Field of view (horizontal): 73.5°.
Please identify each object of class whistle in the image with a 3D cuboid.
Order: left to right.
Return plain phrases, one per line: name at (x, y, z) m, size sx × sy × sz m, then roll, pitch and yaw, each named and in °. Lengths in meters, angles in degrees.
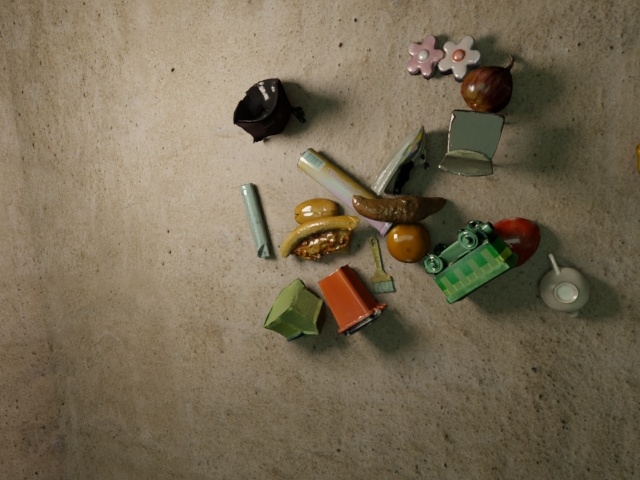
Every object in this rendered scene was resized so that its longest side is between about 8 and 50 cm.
whistle at (-0.266, -0.080, 1.762) m, size 0.062 × 0.062 × 0.312 m, roll -14°, pitch 93°, yaw 22°

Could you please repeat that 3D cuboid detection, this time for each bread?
bread at (-0.022, -0.105, 1.659) m, size 0.189 × 0.077 × 0.114 m, roll -5°, pitch 100°, yaw 19°

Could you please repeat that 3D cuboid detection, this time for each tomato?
tomato at (0.634, 0.002, 1.420) m, size 0.166 × 0.082 × 0.174 m, roll 39°, pitch 111°, yaw 12°

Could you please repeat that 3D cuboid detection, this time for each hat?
hat at (-0.181, -0.449, 1.583) m, size 0.238 × 0.336 × 0.209 m, roll -40°, pitch 121°, yaw 5°

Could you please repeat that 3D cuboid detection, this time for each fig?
fig at (0.545, -0.478, 1.354) m, size 0.202 × 0.148 × 0.149 m, roll -16°, pitch 122°, yaw -1°

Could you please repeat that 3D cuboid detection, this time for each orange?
orange at (0.313, 0.004, 1.520) m, size 0.156 × 0.124 × 0.156 m, roll 5°, pitch 118°, yaw 10°

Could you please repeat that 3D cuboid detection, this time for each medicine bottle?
medicine bottle at (0.103, -0.186, 1.586) m, size 0.426 × 0.108 × 0.108 m, roll 40°, pitch 109°, yaw 13°

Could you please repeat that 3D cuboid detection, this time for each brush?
brush at (0.220, 0.093, 1.628) m, size 0.082 × 0.010 × 0.218 m, roll -10°, pitch 94°, yaw 22°

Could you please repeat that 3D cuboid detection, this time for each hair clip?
hair clip at (0.408, -0.607, 1.427) m, size 0.257 × 0.075 × 0.146 m, roll 16°, pitch 108°, yaw 23°

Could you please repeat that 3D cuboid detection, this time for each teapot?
teapot at (0.785, 0.150, 1.383) m, size 0.145 × 0.092 × 0.226 m, roll -18°, pitch 88°, yaw 21°

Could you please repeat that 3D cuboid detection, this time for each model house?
model house at (-0.088, 0.298, 1.712) m, size 0.189 × 0.195 × 0.214 m, roll 37°, pitch 126°, yaw -13°

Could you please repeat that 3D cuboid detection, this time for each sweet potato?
sweet potato at (0.280, -0.108, 1.456) m, size 0.341 × 0.114 × 0.092 m, roll -1°, pitch 136°, yaw -8°

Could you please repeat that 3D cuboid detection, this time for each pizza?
pizza at (0.000, 0.000, 1.635) m, size 0.365 × 0.074 × 0.182 m, roll -16°, pitch 119°, yaw 24°

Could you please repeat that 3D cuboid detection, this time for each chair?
chair at (0.462, -0.300, 1.308) m, size 0.160 × 0.319 × 0.186 m, roll 15°, pitch 107°, yaw 18°

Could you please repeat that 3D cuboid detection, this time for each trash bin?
trash bin at (0.118, 0.213, 1.609) m, size 0.184 × 0.161 × 0.239 m, roll -33°, pitch 82°, yaw 22°

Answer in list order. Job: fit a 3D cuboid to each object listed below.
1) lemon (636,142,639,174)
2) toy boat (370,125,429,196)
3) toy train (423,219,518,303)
lemon at (1.019, -0.223, 1.153) m, size 0.284 × 0.260 × 0.260 m, roll -10°, pitch 94°, yaw 10°
toy boat at (0.289, -0.262, 1.487) m, size 0.269 × 0.141 × 0.141 m, roll -44°, pitch 82°, yaw 19°
toy train at (0.488, 0.067, 1.428) m, size 0.202 × 0.120 × 0.301 m, roll 53°, pitch 134°, yaw 10°
